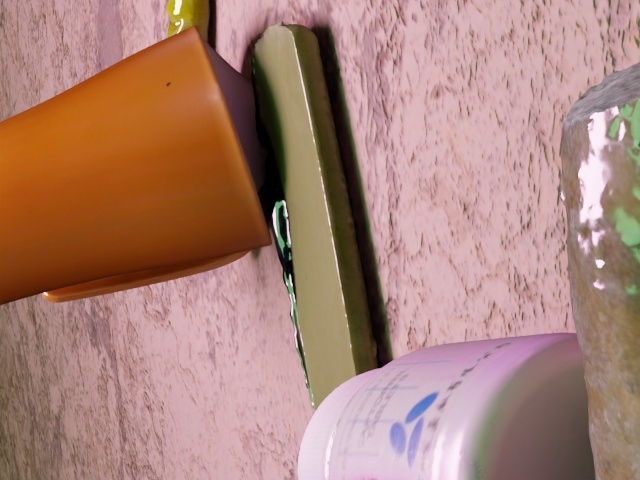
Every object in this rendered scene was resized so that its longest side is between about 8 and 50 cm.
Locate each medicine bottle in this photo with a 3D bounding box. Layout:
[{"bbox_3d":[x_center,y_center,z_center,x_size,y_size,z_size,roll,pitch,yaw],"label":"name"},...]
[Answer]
[{"bbox_3d":[0.088,0.128,0.879,0.254,0.152,0.152,167,93,-68],"label":"medicine bottle"}]

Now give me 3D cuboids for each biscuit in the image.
[{"bbox_3d":[0.000,0.000,1.195,0.099,0.038,0.322,-15,84,65],"label":"biscuit"}]

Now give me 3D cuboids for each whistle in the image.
[{"bbox_3d":[-0.117,-0.132,1.421,0.104,0.057,0.198,-126,41,-58],"label":"whistle"}]

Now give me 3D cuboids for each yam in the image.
[{"bbox_3d":[0.171,0.060,0.690,0.133,0.133,0.330,-148,49,-62],"label":"yam"}]

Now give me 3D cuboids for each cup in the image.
[{"bbox_3d":[-0.162,-0.035,1.293,0.226,0.264,0.182,74,176,-51],"label":"cup"}]
